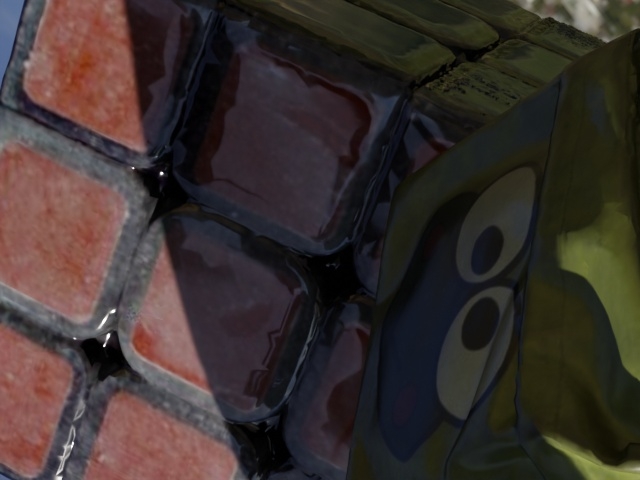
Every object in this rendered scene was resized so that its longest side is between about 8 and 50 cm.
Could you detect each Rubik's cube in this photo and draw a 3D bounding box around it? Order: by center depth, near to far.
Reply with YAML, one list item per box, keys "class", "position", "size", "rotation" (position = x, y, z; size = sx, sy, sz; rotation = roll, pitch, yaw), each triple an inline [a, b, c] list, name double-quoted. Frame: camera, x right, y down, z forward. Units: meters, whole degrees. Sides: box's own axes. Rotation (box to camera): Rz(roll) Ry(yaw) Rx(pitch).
- class: "Rubik's cube"
  position: [0.000, 0.000, 0.784]
  size: [0.305, 0.303, 0.301]
  rotation: [28, -158, 12]

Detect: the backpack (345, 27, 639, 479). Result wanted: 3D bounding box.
- class: "backpack"
  position: [0.121, 0.029, 0.417]
  size: [0.140, 0.253, 0.207]
  rotation: [25, -125, -26]
